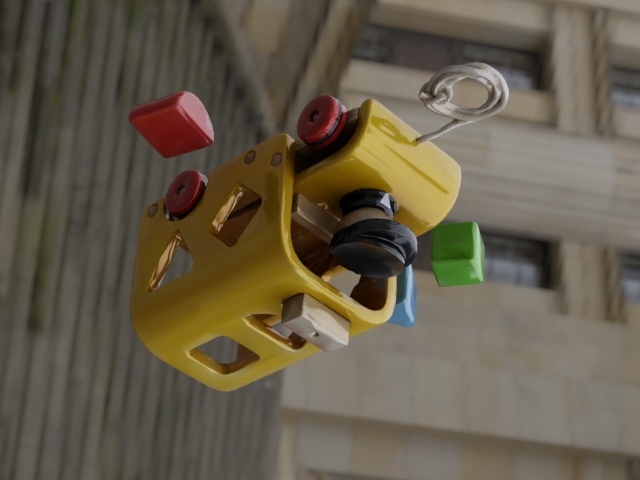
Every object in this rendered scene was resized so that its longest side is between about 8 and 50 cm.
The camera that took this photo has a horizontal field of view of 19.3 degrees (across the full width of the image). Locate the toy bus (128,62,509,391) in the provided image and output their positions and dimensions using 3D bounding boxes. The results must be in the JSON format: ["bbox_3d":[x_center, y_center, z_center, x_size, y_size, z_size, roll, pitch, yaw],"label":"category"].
[{"bbox_3d":[-0.005,0.007,0.980,0.202,0.191,0.104,92,1,-55],"label":"toy bus"}]
